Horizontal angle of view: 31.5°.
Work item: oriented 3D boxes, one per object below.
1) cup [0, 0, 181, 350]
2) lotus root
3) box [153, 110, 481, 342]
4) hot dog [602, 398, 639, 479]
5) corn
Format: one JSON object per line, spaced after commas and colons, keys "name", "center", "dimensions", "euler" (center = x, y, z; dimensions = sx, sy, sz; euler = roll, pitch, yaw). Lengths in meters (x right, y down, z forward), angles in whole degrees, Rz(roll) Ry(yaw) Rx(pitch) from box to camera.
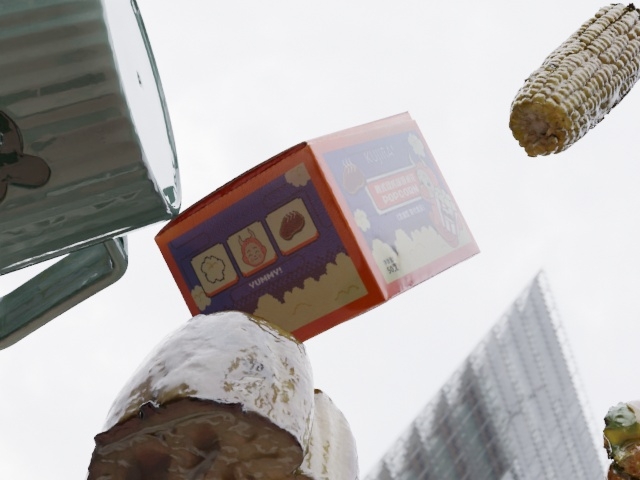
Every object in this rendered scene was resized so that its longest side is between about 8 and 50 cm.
{"name": "cup", "center": [-0.343, -0.084, 1.058], "dimensions": [0.401, 0.392, 0.310], "euler": [74, 3, -72]}
{"name": "lotus root", "center": [-0.086, 0.214, 1.253], "dimensions": [0.316, 0.250, 0.316], "euler": [7, -51, 9]}
{"name": "box", "center": [0.000, 0.000, 1.705], "dimensions": [0.319, 0.349, 0.257], "euler": [-30, -95, 33]}
{"name": "hot dog", "center": [0.379, 0.219, 1.203], "dimensions": [0.072, 0.269, 0.115], "euler": [2, -88, 44]}
{"name": "corn", "center": [0.320, -0.196, 1.381], "dimensions": [0.115, 0.318, 0.115], "euler": [22, -48, 27]}
